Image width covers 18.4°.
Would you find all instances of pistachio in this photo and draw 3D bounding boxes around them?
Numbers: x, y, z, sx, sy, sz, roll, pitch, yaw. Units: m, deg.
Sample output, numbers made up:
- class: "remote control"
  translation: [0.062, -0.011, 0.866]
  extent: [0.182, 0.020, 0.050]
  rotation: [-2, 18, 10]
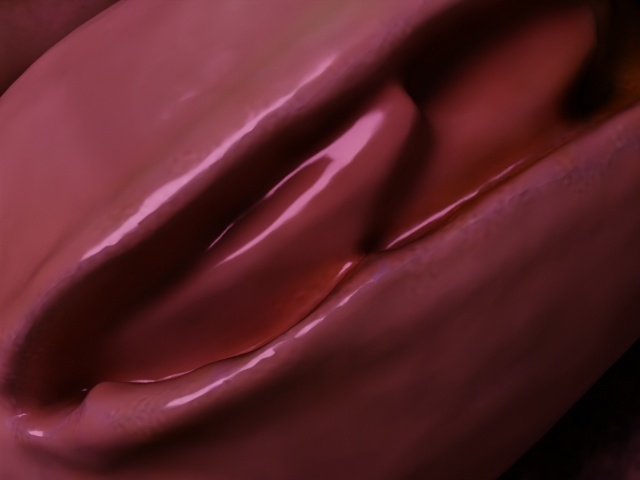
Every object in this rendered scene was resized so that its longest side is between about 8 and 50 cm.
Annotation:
- class: "pistachio"
  translation: [0.000, 0.000, 0.634]
  extent: [0.318, 0.193, 0.214]
  rotation: [-32, 1, 6]

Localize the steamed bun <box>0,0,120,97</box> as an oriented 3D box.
- class: "steamed bun"
  translation: [-0.093, -0.162, 0.777]
  extent: [0.339, 0.247, 0.352]
  rotation: [-31, 22, 11]
